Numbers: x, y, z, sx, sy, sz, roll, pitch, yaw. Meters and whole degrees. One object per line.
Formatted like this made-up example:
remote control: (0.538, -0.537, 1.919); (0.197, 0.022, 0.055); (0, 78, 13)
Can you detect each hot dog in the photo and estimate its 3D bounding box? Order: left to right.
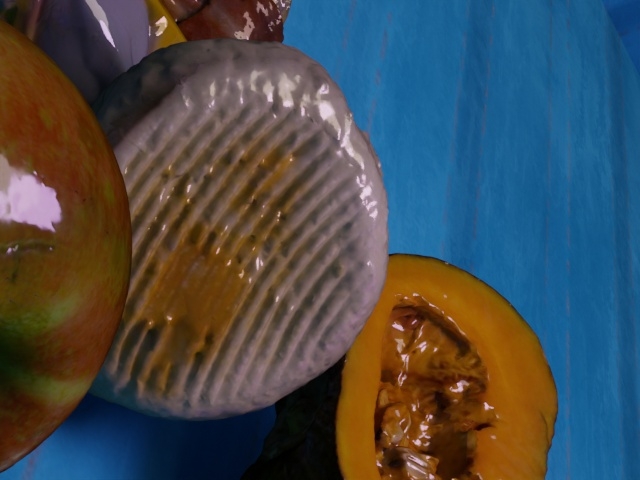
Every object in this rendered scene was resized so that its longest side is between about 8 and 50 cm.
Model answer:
hot dog: (-0.102, -0.151, 1.162); (0.123, 0.093, 0.261); (35, 54, 6)

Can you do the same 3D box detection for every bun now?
bun: (-0.077, -0.016, 0.956); (0.244, 0.244, 0.153); (58, -8, -25)

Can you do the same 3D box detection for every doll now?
doll: (-0.191, -0.183, 1.000); (0.316, 0.103, 0.145); (58, 33, -11)

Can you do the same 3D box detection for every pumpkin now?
pumpkin: (0.065, 0.154, 1.050); (0.222, 0.139, 0.317); (33, 38, -19)

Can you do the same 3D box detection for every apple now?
apple: (-0.214, -0.002, 0.697); (0.226, 0.246, 0.246); (48, 10, 33)
